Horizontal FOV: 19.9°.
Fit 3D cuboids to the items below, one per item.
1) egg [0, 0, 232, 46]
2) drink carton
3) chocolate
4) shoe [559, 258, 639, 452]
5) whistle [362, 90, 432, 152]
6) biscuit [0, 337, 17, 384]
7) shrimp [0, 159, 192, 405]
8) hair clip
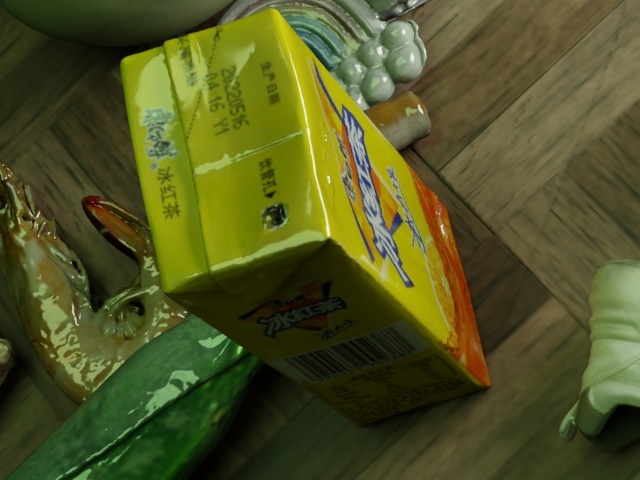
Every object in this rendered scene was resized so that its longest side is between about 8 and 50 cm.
[{"bbox_3d":[-0.138,-0.263,1.381,0.269,0.219,0.219,-23,65,12],"label":"egg"},{"bbox_3d":[0.000,0.000,1.161,0.111,0.351,0.154,-19,67,14],"label":"drink carton"},{"bbox_3d":[-0.126,0.136,1.296,0.291,0.110,0.110,-47,63,1],"label":"chocolate"},{"bbox_3d":[0.286,0.129,1.142,0.316,0.124,0.159,24,81,32],"label":"shoe"},{"bbox_3d":[-0.021,-0.045,1.332,0.220,0.107,0.057,-26,42,-6],"label":"whistle"},{"bbox_3d":[-0.300,0.130,1.386,0.168,0.082,0.070,-61,19,-9],"label":"biscuit"},{"bbox_3d":[-0.177,0.024,1.387,0.133,0.053,0.236,-38,68,10],"label":"shrimp"},{"bbox_3d":[-0.009,-0.139,1.388,0.220,0.054,0.140,-37,75,9],"label":"hair clip"}]
